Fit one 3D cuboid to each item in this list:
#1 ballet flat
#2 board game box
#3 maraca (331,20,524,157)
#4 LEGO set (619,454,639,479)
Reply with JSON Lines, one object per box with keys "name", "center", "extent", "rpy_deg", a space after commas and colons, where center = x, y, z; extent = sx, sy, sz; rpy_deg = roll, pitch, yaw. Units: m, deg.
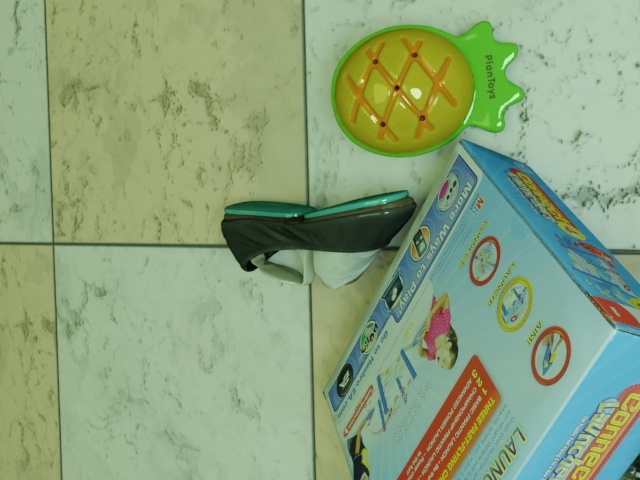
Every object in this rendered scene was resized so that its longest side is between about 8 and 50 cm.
{"name": "ballet flat", "center": [0.000, 0.000, 0.964], "extent": [0.280, 0.095, 0.096], "rpy_deg": [-1, 102, 49]}
{"name": "board game box", "center": [0.131, 0.117, 0.763], "extent": [0.308, 0.086, 0.302], "rpy_deg": [-63, 24, 23]}
{"name": "maraca", "center": [0.101, -0.148, 0.865], "extent": [0.185, 0.099, 0.127], "rpy_deg": [-8, 96, 14]}
{"name": "LEGO set", "center": [0.341, 0.260, 0.626], "extent": [0.331, 0.192, 0.255], "rpy_deg": [12, 100, 38]}
